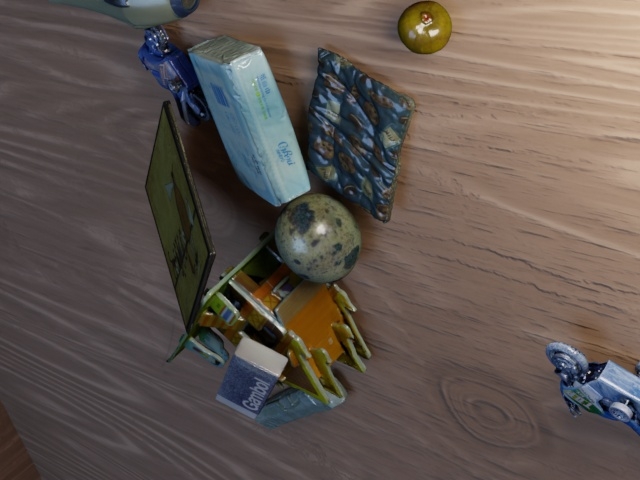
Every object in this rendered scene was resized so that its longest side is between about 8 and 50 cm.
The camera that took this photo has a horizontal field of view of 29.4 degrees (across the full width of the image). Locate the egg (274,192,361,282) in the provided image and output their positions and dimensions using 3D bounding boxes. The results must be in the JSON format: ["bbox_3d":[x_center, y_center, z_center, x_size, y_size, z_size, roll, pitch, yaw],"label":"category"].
[{"bbox_3d":[0.000,0.000,2.061,0.141,0.141,0.182,23,158,37],"label":"egg"}]

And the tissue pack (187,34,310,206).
[{"bbox_3d":[-0.115,-0.202,2.019,0.177,0.089,0.263,34,150,59],"label":"tissue pack"}]

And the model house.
[{"bbox_3d":[-0.088,0.201,2.293,0.313,0.242,0.358,44,146,5],"label":"model house"}]

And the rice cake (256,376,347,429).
[{"bbox_3d":[-0.042,0.335,2.531,0.066,0.063,0.336,46,148,-7],"label":"rice cake"}]

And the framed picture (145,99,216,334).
[{"bbox_3d":[-0.254,-0.040,2.164,0.255,0.014,0.339,114,144,-51],"label":"framed picture"}]

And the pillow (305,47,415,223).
[{"bbox_3d":[0.054,-0.161,1.908,0.189,0.034,0.255,34,140,25],"label":"pillow"}]

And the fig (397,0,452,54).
[{"bbox_3d":[0.141,-0.284,1.654,0.074,0.074,0.088,44,172,11],"label":"fig"}]

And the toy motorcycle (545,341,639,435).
[{"bbox_3d":[0.439,0.236,1.799,0.254,0.092,0.135,30,153,14],"label":"toy motorcycle"}]

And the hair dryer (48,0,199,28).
[{"bbox_3d":[-0.365,-0.479,2.029,0.296,0.119,0.298,-13,109,37],"label":"hair dryer"}]

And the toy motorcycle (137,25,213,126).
[{"bbox_3d":[-0.257,-0.294,2.149,0.205,0.076,0.114,56,157,-13],"label":"toy motorcycle"}]

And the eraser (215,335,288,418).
[{"bbox_3d":[-0.128,0.250,2.204,0.092,0.046,0.212,28,148,0],"label":"eraser"}]
